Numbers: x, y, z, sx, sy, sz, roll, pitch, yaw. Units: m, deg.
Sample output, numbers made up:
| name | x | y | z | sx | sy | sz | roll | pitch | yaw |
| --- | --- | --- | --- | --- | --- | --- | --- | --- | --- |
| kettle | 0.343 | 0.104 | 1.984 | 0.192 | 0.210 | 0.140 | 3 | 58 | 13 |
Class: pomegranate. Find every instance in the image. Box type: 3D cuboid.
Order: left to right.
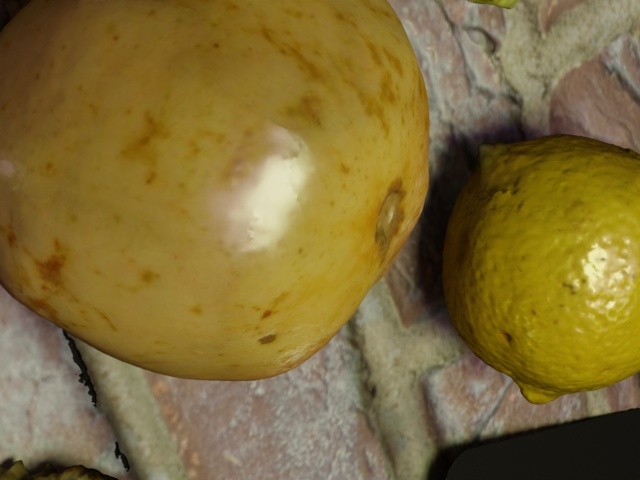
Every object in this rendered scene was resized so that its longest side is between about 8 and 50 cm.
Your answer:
| name | x | y | z | sx | sy | sz | roll | pitch | yaw |
| --- | --- | --- | --- | --- | --- | --- | --- | --- | --- |
| pomegranate | -0.090 | -0.074 | 0.831 | 0.343 | 0.342 | 0.342 | -12 | 112 | -31 |

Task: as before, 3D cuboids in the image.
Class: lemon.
| name | x | y | z | sx | sy | sz | roll | pitch | yaw |
| --- | --- | --- | --- | --- | --- | --- | --- | --- | --- |
| lemon | 0.226 | 0.027 | 1.115 | 0.228 | 0.228 | 0.253 | -20 | 123 | -28 |

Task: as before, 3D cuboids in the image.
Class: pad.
| name | x | y | z | sx | sy | sz | roll | pitch | yaw |
| --- | --- | --- | --- | --- | --- | --- | --- | --- | --- |
| pad | 0.254 | 0.296 | 1.340 | 0.375 | 0.063 | 0.314 | -3 | 90 | -40 |

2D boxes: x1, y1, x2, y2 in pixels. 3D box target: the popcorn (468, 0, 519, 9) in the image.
| name | x | y | z | sx | sy | sz | roll | pitch | yaw |
| --- | --- | --- | --- | --- | --- | --- | --- | --- | --- |
| popcorn | 0.144 | -0.332 | 0.949 | 0.276 | 0.276 | 0.225 | 25 | 127 | -37 |

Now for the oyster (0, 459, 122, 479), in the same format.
| name | x | y | z | sx | sy | sz | roll | pitch | yaw |
| --- | --- | --- | --- | --- | --- | --- | --- | --- | --- |
| oyster | -0.182 | 0.287 | 0.972 | 0.337 | 0.133 | 0.197 | 27 | 63 | -52 |

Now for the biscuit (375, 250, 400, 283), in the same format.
| name | x | y | z | sx | sy | sz | roll | pitch | yaw |
| --- | --- | --- | --- | --- | --- | --- | --- | --- | --- |
| biscuit | 0.000 | 0.000 | 1.071 | 0.221 | 0.029 | 0.142 | -37 | 124 | -18 |
